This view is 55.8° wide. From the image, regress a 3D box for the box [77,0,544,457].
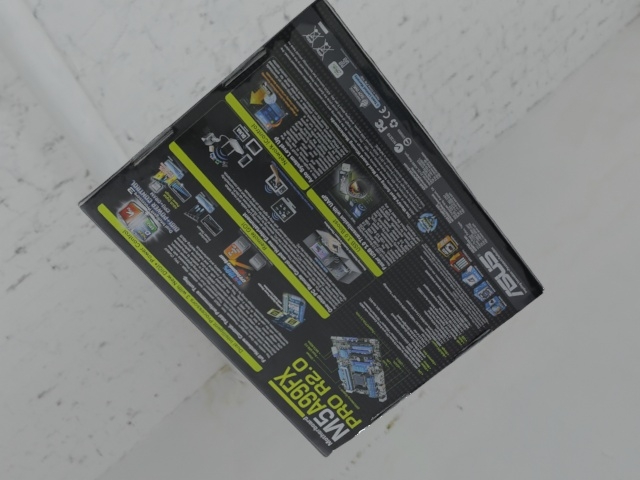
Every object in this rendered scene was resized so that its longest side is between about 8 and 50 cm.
[{"bbox_3d":[0.000,0.000,0.453,0.216,0.270,0.060,-40,-165,7],"label":"box"}]
